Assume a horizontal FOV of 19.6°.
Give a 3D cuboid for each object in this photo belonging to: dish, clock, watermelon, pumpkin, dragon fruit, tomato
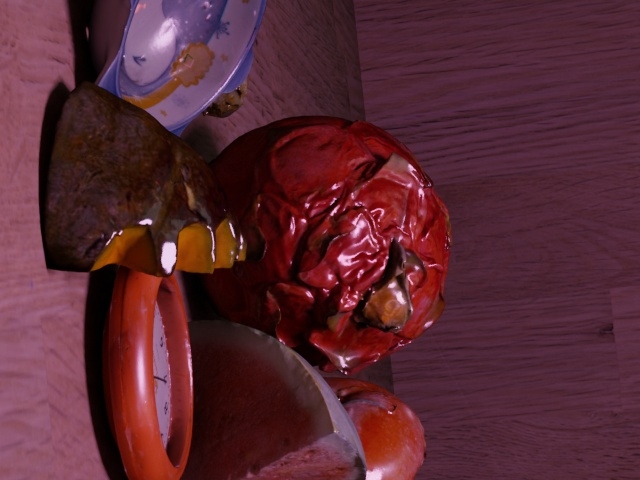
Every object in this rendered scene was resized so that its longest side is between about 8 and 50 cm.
[{"bbox_3d":[-0.147,-0.194,1.613,0.228,0.086,0.236,-47,152,-25],"label":"dish"},{"bbox_3d":[-0.147,0.112,1.558,0.205,0.051,0.205,-5,90,-83],"label":"clock"},{"bbox_3d":[-0.058,0.194,1.707,0.256,0.260,0.176,64,26,-15],"label":"watermelon"},{"bbox_3d":[-0.130,-0.053,1.497,0.254,0.130,0.149,-33,126,-79],"label":"pumpkin"},{"bbox_3d":[0.000,0.000,1.934,0.342,0.277,0.277,-145,-136,-64],"label":"dragon fruit"},{"bbox_3d":[-0.014,0.216,1.889,0.236,0.237,0.095,-82,148,-61],"label":"tomato"}]

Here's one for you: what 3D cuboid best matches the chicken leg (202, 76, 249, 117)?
[{"bbox_3d":[-0.124,-0.233,1.900,0.103,0.088,0.227,-41,127,-62],"label":"chicken leg"}]
